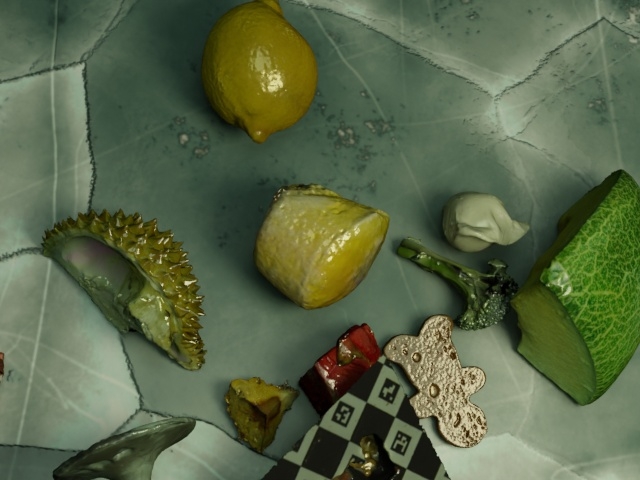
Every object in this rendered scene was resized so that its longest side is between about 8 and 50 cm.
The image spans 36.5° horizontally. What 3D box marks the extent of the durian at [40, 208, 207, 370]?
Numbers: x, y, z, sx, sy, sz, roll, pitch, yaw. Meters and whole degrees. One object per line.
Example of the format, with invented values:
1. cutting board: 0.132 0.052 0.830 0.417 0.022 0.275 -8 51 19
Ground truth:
1. durian: -0.264 0.061 1.408 0.306 0.172 0.166 44 93 -3

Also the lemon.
1. lemon: -0.097 -0.270 1.529 0.187 0.187 0.244 1 80 -11

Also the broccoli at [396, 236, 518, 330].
1. broccoli: 0.214 0.059 1.536 0.204 0.118 0.122 35 98 18

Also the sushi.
1. sushi: 0.038 0.357 1.365 0.294 0.059 0.292 -39 114 -23

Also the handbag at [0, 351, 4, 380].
1. handbag: -0.544 0.207 1.348 0.190 0.063 0.127 3 71 -6

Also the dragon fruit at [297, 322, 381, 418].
1. dragon fruit: 0.055 0.200 1.438 0.161 0.120 0.127 -39 88 -24

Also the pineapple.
1. pineapple: -0.074 0.240 1.425 0.114 0.077 0.114 -28 83 -32

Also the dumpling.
1. dumpling: 0.263 -0.025 1.535 0.134 0.169 0.100 10 83 -3

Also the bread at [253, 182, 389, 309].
1. bread: 0.000 0.004 1.461 0.170 0.197 0.197 35 69 9

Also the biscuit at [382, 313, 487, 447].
1. biscuit: 0.186 0.225 1.495 0.138 0.031 0.205 -29 81 -6

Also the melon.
1. melon: 0.429 0.039 1.524 0.343 0.226 0.331 -51 127 -22

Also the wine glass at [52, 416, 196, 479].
1. wine glass: -0.184 0.451 1.246 0.267 0.267 0.406 -21 71 -17
